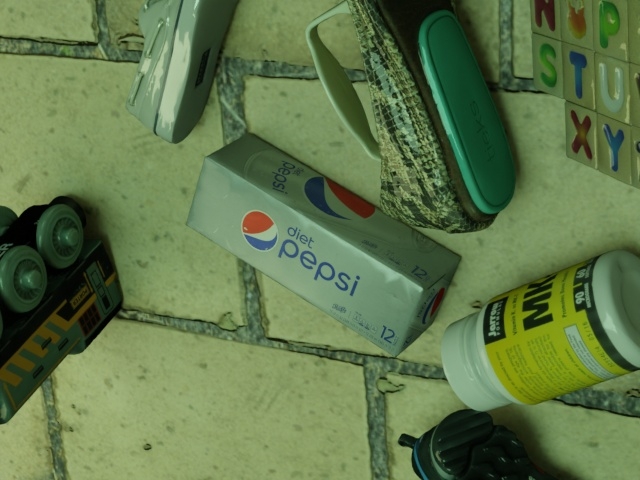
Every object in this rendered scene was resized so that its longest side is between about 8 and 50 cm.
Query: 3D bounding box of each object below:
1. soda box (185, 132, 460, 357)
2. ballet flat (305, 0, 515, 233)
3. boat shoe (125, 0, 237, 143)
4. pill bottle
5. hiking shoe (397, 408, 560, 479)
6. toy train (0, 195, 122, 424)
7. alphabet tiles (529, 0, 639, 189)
[{"bbox_3d":[0.000,0.000,1.608,0.286,0.091,0.098,31,124,18],"label":"soda box"},{"bbox_3d":[0.058,-0.230,1.436,0.182,0.164,0.482,1,114,34],"label":"ballet flat"},{"bbox_3d":[-0.152,-0.232,1.610,0.088,0.096,0.267,29,131,13],"label":"boat shoe"},{"bbox_3d":[0.231,0.096,1.486,0.208,0.119,0.119,-25,95,36],"label":"pill bottle"},{"bbox_3d":[0.222,0.302,1.609,0.304,0.113,0.132,49,157,-3],"label":"hiking shoe"},{"bbox_3d":[-0.361,0.090,1.738,0.142,0.334,0.190,-2,123,30],"label":"toy train"},{"bbox_3d":[0.254,-0.217,1.300,0.285,0.011,0.342,-142,43,-62],"label":"alphabet tiles"}]
